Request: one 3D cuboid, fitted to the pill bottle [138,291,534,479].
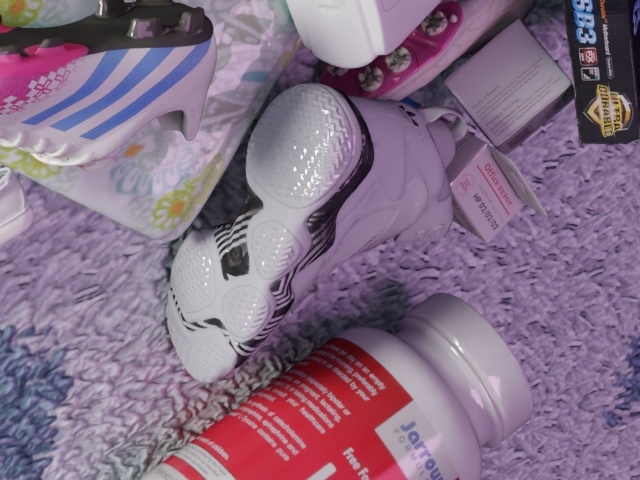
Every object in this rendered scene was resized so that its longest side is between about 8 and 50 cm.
[{"bbox_3d":[0.018,0.238,1.762,0.407,0.229,0.229,-36,131,-18],"label":"pill bottle"}]

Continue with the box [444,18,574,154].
[{"bbox_3d":[0.192,-0.153,1.691,0.102,0.087,0.101,-41,170,7],"label":"box"}]

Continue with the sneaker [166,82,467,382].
[{"bbox_3d":[0.000,0.000,1.627,0.210,0.137,0.366,-5,139,-39],"label":"sneaker"}]

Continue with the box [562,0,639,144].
[{"bbox_3d":[0.290,-0.295,1.673,0.295,0.073,0.293,-68,152,-50],"label":"box"}]

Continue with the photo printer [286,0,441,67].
[{"bbox_3d":[0.069,-0.340,1.506,0.307,0.107,0.256,-49,133,-37],"label":"photo printer"}]

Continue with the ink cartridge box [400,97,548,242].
[{"bbox_3d":[0.138,-0.067,1.717,0.061,0.181,0.104,-47,134,-8],"label":"ink cartridge box"}]

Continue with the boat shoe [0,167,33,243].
[{"bbox_3d":[-0.336,-0.008,1.456,0.184,0.066,0.063,-26,114,-22],"label":"boat shoe"}]

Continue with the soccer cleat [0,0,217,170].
[{"bbox_3d":[-0.226,-0.109,1.334,0.331,0.116,0.143,-12,123,-32],"label":"soccer cleat"}]

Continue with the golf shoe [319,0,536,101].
[{"bbox_3d":[0.132,-0.214,1.682,0.306,0.115,0.140,-44,142,-5],"label":"golf shoe"}]

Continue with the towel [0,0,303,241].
[{"bbox_3d":[-0.180,-0.193,1.456,0.374,0.090,0.320,29,93,-44],"label":"towel"}]
